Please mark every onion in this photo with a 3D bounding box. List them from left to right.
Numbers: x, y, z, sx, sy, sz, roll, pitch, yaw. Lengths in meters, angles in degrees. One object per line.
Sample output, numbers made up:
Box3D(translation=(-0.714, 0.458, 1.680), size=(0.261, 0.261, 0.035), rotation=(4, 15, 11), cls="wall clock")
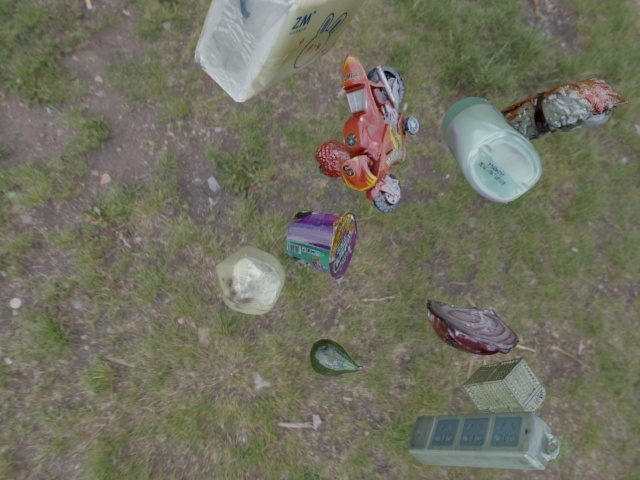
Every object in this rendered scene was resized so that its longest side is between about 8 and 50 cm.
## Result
Box3D(translation=(0.507, 0.327, 1.626), size=(0.315, 0.280, 0.146), rotation=(17, 108, -7), cls="onion")

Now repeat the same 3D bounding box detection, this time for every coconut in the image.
Box3D(translation=(-0.226, 0.123, 1.474), size=(0.224, 0.224, 0.224), rotation=(3, 74, -10), cls="coconut")

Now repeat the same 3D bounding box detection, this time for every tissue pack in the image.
Box3D(translation=(-0.033, -0.257, 0.528), size=(0.092, 0.148, 0.196), rotation=(46, 49, -1), cls="tissue pack")

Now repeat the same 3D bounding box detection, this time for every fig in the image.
Box3D(translation=(0.045, 0.372, 1.450), size=(0.178, 0.117, 0.117), rotation=(16, 65, 40), cls="fig")

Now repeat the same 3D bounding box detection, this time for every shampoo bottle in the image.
Box3D(translation=(0.392, -0.241, 1.142), size=(0.222, 0.151, 0.349), rotation=(35, 26, -18), cls="shampoo bottle")

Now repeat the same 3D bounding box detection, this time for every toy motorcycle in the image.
Box3D(translation=(0.107, -0.204, 0.929), size=(0.171, 0.089, 0.298), rotation=(-2, 92, -35), cls="toy motorcycle")

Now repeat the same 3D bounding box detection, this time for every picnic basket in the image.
Box3D(translation=(0.620, 0.506, 1.587), size=(0.134, 0.196, 0.154), rotation=(-28, 84, -35), cls="picnic basket")

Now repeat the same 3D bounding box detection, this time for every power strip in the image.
Box3D(translation=(0.254, 0.330, 0.781), size=(0.052, 0.272, 0.078), rotation=(44, 51, -15), cls="power strip")

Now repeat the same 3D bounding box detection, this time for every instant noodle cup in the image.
Box3D(translation=(0.000, 0.000, 1.719), size=(0.190, 0.251, 0.251), rotation=(13, 70, 22), cls="instant noodle cup")

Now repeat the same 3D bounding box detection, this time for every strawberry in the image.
Box3D(translation=(0.057, -0.266, 1.517), size=(0.131, 0.148, 0.131), rotation=(25, 57, -47), cls="strawberry")

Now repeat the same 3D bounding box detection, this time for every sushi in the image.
Box3D(translation=(0.619, -0.339, 1.259), size=(0.124, 0.332, 0.129), rotation=(-29, 100, -30), cls="sushi")
